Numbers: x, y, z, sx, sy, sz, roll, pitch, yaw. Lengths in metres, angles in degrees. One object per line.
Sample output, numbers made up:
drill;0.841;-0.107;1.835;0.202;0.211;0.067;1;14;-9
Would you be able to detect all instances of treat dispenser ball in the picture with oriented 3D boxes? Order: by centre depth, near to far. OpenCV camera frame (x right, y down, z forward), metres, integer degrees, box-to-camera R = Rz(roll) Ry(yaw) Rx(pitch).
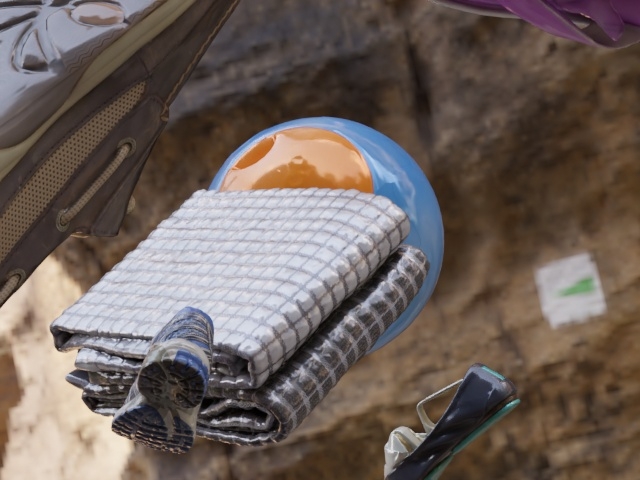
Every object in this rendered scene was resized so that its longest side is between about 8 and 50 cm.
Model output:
treat dispenser ball;0.000;0.000;1.741;0.288;0.288;0.288;-12;-8;-2

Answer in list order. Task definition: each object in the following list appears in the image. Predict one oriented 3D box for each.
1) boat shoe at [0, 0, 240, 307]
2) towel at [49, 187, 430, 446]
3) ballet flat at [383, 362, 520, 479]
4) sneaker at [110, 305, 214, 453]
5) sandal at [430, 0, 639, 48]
boat shoe;-0.165;-0.062;0.837;0.132;0.130;0.355;24;55;32
towel;-0.073;0.066;1.316;0.284;0.121;0.235;0;36;44
ballet flat;0.111;0.195;1.463;0.203;0.074;0.074;-50;-25;23
sneaker;-0.089;0.086;0.914;0.052;0.058;0.135;23;-35;-8
sandal;0.208;-0.183;0.987;0.416;0.102;0.169;11;-47;-13
